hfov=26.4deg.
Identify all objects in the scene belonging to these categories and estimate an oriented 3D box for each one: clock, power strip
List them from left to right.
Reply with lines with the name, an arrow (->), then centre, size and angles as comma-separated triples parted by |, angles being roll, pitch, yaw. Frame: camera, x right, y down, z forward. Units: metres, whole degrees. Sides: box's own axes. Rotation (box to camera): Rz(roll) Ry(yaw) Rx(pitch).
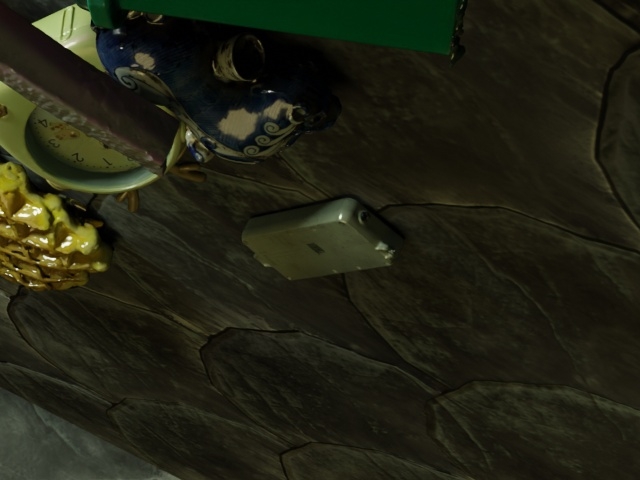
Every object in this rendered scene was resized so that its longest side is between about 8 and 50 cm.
clock -> -0.277, -0.154, 1.739 | 0.235, 0.096, 0.308 | -21, 136, 19
power strip -> 0.000, 0.000, 1.941 | 0.118, 0.046, 0.270 | 41, 150, -28

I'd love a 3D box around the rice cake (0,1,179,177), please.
rice cake -> -0.291, -0.178, 1.467 | 0.365, 0.072, 0.056 | 34, 155, -32

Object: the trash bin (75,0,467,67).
trash bin -> -0.037, -0.318, 1.143 | 0.381, 0.259, 0.295 | 13, 158, 6

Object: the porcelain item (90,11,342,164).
porcelain item -> -0.122, -0.193, 1.573 | 0.186, 0.138, 0.288 | -10, 140, 44

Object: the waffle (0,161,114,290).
waffle -> -0.539, -0.035, 2.280 | 0.382, 0.095, 0.380 | 35, 154, -19
